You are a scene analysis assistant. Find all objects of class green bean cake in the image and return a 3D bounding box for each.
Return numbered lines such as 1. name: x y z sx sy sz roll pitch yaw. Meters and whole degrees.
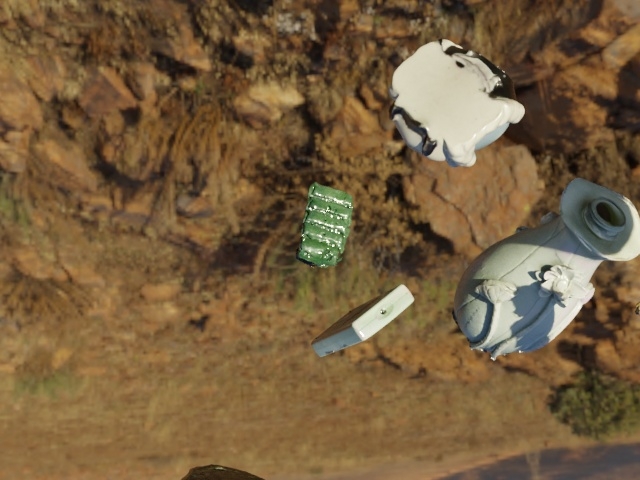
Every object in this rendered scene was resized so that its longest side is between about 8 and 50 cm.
1. green bean cake: 0.000 0.000 1.904 0.107 0.193 0.208 12 152 -5

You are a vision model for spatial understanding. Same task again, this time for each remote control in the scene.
1. remote control: 0.080 0.175 1.796 0.145 0.050 0.344 -36 178 -19

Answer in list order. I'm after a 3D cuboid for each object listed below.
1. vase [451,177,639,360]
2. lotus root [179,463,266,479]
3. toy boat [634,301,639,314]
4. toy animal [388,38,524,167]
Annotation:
1. vase: 0.459 0.061 1.759 0.249 0.250 0.445 3 148 -24
2. lotus root: -0.122 0.445 0.989 0.250 0.346 0.250 5 177 0
3. toy boat: 0.577 0.175 1.344 0.064 0.206 0.072 -44 166 33
4. toy animal: 0.234 -0.225 1.477 0.204 0.208 0.156 -43 152 8
